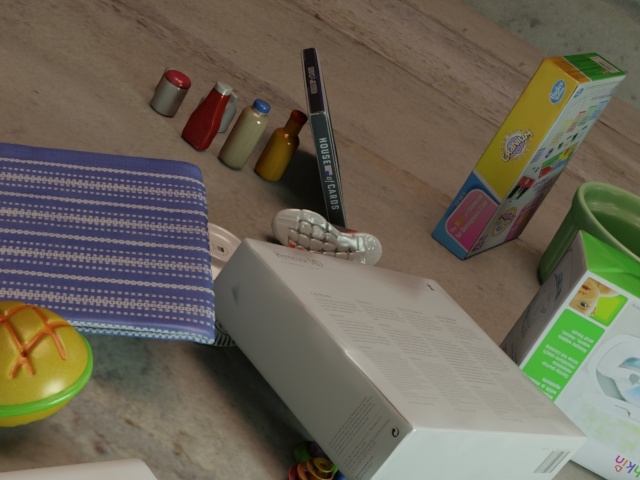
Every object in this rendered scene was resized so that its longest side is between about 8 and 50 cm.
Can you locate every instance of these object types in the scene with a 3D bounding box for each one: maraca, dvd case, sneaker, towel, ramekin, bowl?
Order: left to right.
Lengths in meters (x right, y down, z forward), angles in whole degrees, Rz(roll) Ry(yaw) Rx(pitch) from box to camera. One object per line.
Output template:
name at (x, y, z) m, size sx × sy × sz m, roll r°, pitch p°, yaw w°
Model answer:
maraca at (-0.286, 0.103, 1.153) m, size 0.185 × 0.099 × 0.127 m, roll 1°, pitch 32°, yaw -6°
towel at (-0.235, 0.000, 1.400) m, size 0.243 × 0.040 × 0.336 m, roll 5°, pitch 31°, yaw -10°
bowl at (-0.128, 0.032, 1.496) m, size 0.170 × 0.080 × 0.170 m, roll 26°, pitch 23°, yaw -12°
sneaker at (0.000, 0.000, 1.766) m, size 0.158 × 0.061 × 0.065 m, roll 21°, pitch -1°, yaw -25°
dvd case at (0.005, -0.145, 1.910) m, size 0.029 × 0.179 × 0.239 m, roll -10°, pitch 28°, yaw 3°
ramekin at (0.485, 0.058, 2.096) m, size 0.303 × 0.148 × 0.303 m, roll 26°, pitch 25°, yaw -13°

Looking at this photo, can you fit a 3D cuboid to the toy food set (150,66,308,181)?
toy food set at (-0.136, -0.187, 1.882) m, size 0.232 × 0.104 × 0.111 m, roll 41°, pitch 25°, yaw 21°

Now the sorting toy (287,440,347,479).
sorting toy at (0.004, 0.219, 1.335) m, size 0.061 × 0.042 × 0.102 m, roll 30°, pitch 23°, yaw -4°

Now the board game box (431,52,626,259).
board game box at (0.316, -0.130, 2.051) m, size 0.064 × 0.317 × 0.242 m, roll 39°, pitch 24°, yaw 18°

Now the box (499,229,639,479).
box at (0.366, 0.157, 1.656) m, size 0.262 × 0.231 × 0.127 m, roll 29°, pitch 23°, yaw -6°

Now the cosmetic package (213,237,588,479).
cosmetic package at (0.088, 0.141, 1.467) m, size 0.377 × 0.097 × 0.284 m, roll 14°, pitch 30°, yaw -53°

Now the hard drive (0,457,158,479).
hard drive at (-0.212, 0.254, 1.010) m, size 0.307 × 0.040 × 0.203 m, roll 3°, pitch 36°, yaw -48°
